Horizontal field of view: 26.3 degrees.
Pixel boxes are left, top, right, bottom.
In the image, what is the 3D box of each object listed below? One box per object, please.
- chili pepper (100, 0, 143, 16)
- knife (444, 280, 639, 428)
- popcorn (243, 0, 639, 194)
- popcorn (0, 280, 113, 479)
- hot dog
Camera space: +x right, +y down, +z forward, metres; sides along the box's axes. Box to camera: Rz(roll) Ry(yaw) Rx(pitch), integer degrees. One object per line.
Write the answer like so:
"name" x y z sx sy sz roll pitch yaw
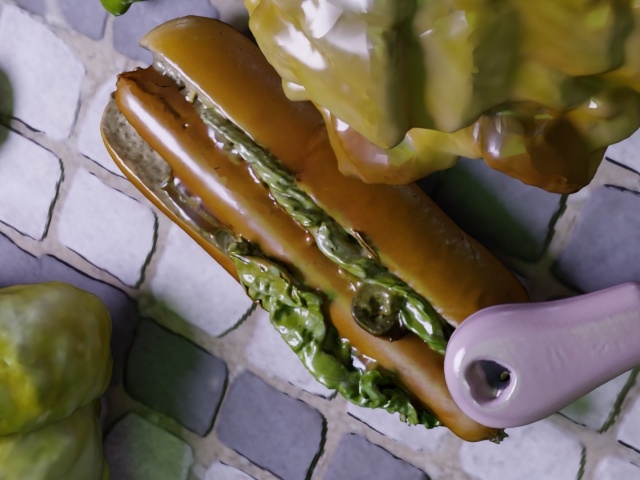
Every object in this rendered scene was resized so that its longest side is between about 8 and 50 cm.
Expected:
"chili pepper" -0.069 -0.207 0.841 0.052 0.050 0.201 29 126 -31
"knife" 0.222 0.012 0.760 0.336 0.043 0.081 -25 96 11
"popcorn" 0.097 -0.170 0.683 0.265 0.225 0.332 26 107 20
"popcorn" -0.266 0.142 1.001 0.225 0.173 0.286 22 118 24
"hot dog" 0.000 0.000 0.857 0.337 0.100 0.135 43 121 5
